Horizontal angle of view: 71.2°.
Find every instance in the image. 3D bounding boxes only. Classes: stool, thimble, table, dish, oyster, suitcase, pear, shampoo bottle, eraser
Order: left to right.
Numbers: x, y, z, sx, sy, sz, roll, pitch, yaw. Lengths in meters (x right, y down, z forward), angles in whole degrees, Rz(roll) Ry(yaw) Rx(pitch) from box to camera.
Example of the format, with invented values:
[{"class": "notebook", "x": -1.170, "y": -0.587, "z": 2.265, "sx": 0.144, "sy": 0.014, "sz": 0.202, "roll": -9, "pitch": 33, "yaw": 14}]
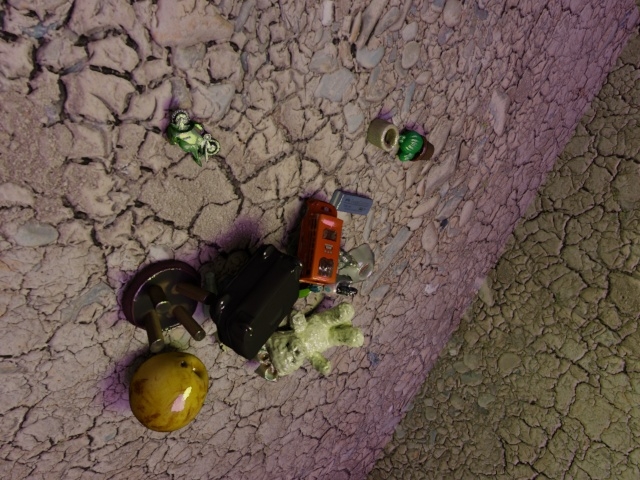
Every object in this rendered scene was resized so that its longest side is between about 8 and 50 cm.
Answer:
[{"class": "pear", "x": -0.540, "y": 0.535, "z": 1.602, "sx": 0.281, "sy": 0.281, "sz": 0.280, "roll": -24, "pitch": 133, "yaw": -29}, {"class": "stool", "x": -0.493, "y": 0.220, "z": 1.483, "sx": 0.272, "sy": 0.178, "sz": 0.272, "roll": -26, "pitch": 133, "yaw": -31}, {"class": "shampoo bottle", "x": -0.405, "y": 0.202, "z": 1.660, "sx": 0.069, "sy": 0.041, "sz": 0.190, "roll": -15, "pitch": 128, "yaw": -29}, {"class": "table", "x": -0.380, "y": 0.400, "z": 1.801, "sx": 0.083, "sy": 0.079, "sz": 0.062, "roll": -21, "pitch": 129, "yaw": -29}, {"class": "suitcase", "x": -0.212, "y": 0.220, "z": 1.574, "sx": 0.345, "sy": 0.188, "sz": 0.339, "roll": -53, "pitch": 161, "yaw": -30}, {"class": "oyster", "x": 0.021, "y": 0.061, "z": 1.889, "sx": 0.351, "sy": 0.158, "sz": 0.162, "roll": 20, "pitch": 129, "yaw": -32}, {"class": "eraser", "x": 0.133, "y": -0.159, "z": 1.907, "sx": 0.225, "sy": 0.036, "sz": 0.081, "roll": 6, "pitch": 116, "yaw": -46}, {"class": "dish", "x": 0.197, "y": 0.132, "z": 2.147, "sx": 0.230, "sy": 0.081, "sz": 0.229, "roll": -24, "pitch": 132, "yaw": -29}, {"class": "thimble", "x": 0.252, "y": -0.422, "z": 1.784, "sx": 0.102, "sy": 0.090, "sz": 0.115, "roll": -48, "pitch": 139, "yaw": -6}]

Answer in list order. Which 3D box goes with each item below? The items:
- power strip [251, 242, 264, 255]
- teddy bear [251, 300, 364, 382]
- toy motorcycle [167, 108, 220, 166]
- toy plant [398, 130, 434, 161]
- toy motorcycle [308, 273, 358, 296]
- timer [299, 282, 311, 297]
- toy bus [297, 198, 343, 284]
[{"class": "power strip", "x": -0.240, "y": 0.118, "z": 1.729, "sx": 0.080, "sy": 0.029, "sz": 0.226, "roll": 6, "pitch": 99, "yaw": -46}, {"class": "teddy bear", "x": -0.059, "y": 0.459, "z": 1.977, "sx": 0.362, "sy": 0.376, "sz": 0.327, "roll": -22, "pitch": 91, "yaw": -54}, {"class": "toy motorcycle", "x": -0.377, "y": -0.296, "z": 1.301, "sx": 0.106, "sy": 0.074, "sz": 0.190, "roll": -42, "pitch": 141, "yaw": 3}, {"class": "toy plant", "x": 0.398, "y": -0.402, "z": 1.935, "sx": 0.201, "sy": 0.105, "sz": 0.142, "roll": 11, "pitch": 126, "yaw": -28}, {"class": "toy motorcycle", "x": 0.036, "y": 0.187, "z": 1.947, "sx": 0.204, "sy": 0.239, "sz": 0.108, "roll": 1, "pitch": 87, "yaw": -16}, {"class": "timer", "x": -0.084, "y": 0.194, "z": 1.952, "sx": 0.140, "sy": 0.047, "sz": 0.128, "roll": -5, "pitch": 121, "yaw": -43}, {"class": "toy bus", "x": 0.000, "y": 0.000, "z": 1.712, "sx": 0.143, "sy": 0.153, "sz": 0.329, "roll": 14, "pitch": 76, "yaw": -29}]
